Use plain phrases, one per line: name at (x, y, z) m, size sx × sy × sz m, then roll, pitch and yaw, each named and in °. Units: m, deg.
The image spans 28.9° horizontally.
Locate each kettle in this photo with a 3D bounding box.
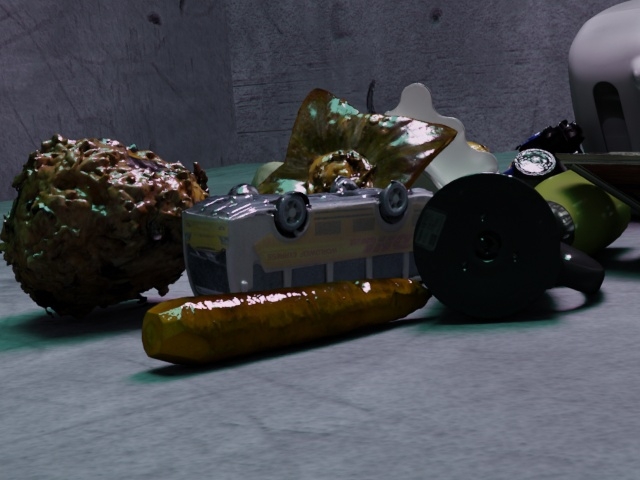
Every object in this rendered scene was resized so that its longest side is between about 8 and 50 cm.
kettle at (0.204, 0.001, 1.311) m, size 0.202 × 0.144 × 0.232 m, roll 16°, pitch 8°, yaw 9°

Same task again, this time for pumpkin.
pumpkin at (0.024, -0.077, 1.793) m, size 0.258 × 0.290 × 0.095 m, roll 20°, pitch -17°, yaw 29°

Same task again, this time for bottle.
bottle at (0.306, -0.027, 1.536) m, size 0.112 × 0.112 × 0.260 m, roll -1°, pitch 8°, yaw 27°

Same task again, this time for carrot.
carrot at (-0.019, 0.073, 1.185) m, size 0.314 × 0.066 × 0.066 m, roll -5°, pitch 6°, yaw -33°

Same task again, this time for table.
table at (0.160, -0.128, 1.935) m, size 0.166 × 0.198 × 0.166 m, roll -44°, pitch -3°, yaw -3°

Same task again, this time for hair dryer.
hair dryer at (0.260, -0.027, 1.634) m, size 0.057 × 0.100 × 0.198 m, roll 14°, pitch 44°, yaw 22°

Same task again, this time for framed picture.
framed picture at (0.435, -0.041, 1.451) m, size 0.273 × 0.016 × 0.216 m, roll 26°, pitch -11°, yaw -31°

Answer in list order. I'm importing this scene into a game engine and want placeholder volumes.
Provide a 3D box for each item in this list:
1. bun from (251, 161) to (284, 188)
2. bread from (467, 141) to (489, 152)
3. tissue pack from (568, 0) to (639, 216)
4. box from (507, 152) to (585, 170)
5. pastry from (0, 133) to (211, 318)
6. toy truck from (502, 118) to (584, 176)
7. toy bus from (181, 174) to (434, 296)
bun at (-0.016, -0.058, 1.971) m, size 0.195 × 0.118 × 0.195 m, roll 6°, pitch 8°, yaw -1°
bread at (0.228, -0.101, 2.107) m, size 0.114 × 0.132 × 0.190 m, roll -4°, pitch 3°, yaw 3°
tissue pack at (0.512, -0.195, 1.893) m, size 0.229 × 0.333 × 0.236 m, roll 1°, pitch 28°, yaw 44°
box at (0.388, -0.092, 2.062) m, size 0.177 × 0.111 × 0.111 m, roll 2°, pitch 9°, yaw 44°
pastry at (-0.247, -0.030, 1.415) m, size 0.274 × 0.193 × 0.275 m, roll -25°, pitch -18°, yaw -9°
toy truck at (0.322, -0.069, 1.835) m, size 0.177 × 0.161 × 0.213 m, roll -28°, pitch -4°, yaw 28°
toy bus at (0.000, 0.000, 1.408) m, size 0.342 × 0.138 × 0.097 m, roll -10°, pitch 14°, yaw -42°
